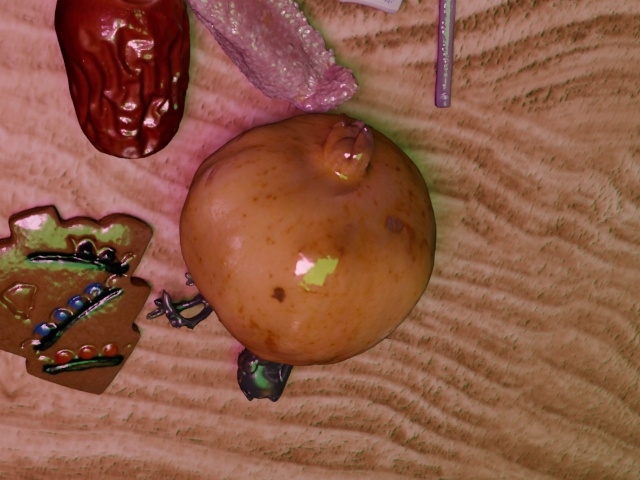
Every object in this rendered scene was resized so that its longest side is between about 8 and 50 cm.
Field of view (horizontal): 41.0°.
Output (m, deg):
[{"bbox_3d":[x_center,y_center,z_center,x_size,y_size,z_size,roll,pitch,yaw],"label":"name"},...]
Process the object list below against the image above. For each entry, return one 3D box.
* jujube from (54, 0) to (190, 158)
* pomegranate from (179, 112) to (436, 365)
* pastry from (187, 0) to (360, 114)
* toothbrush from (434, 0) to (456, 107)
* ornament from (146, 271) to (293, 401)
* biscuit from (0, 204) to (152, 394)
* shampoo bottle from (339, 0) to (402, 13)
[{"bbox_3d":[-0.233,-0.212,1.021,0.155,0.155,0.230,-5,125,-19],"label":"jujube"},{"bbox_3d":[-0.012,-0.015,1.073,0.343,0.342,0.342,-8,116,-17],"label":"pomegranate"},{"bbox_3d":[-0.073,-0.263,1.081,0.265,0.112,0.103,44,81,-25],"label":"pastry"},{"bbox_3d":[0.177,-0.353,1.177,0.024,0.029,0.354,-3,115,-5],"label":"toothbrush"},{"bbox_3d":[-0.142,0.134,1.239,0.236,0.080,0.202,13,103,-35],"label":"ornament"},{"bbox_3d":[-0.341,0.091,1.173,0.278,0.043,0.301,-22,119,-11],"label":"biscuit"},{"bbox_3d":[0.062,-0.344,1.129,0.099,0.043,0.072,5,111,-22],"label":"shampoo bottle"}]
